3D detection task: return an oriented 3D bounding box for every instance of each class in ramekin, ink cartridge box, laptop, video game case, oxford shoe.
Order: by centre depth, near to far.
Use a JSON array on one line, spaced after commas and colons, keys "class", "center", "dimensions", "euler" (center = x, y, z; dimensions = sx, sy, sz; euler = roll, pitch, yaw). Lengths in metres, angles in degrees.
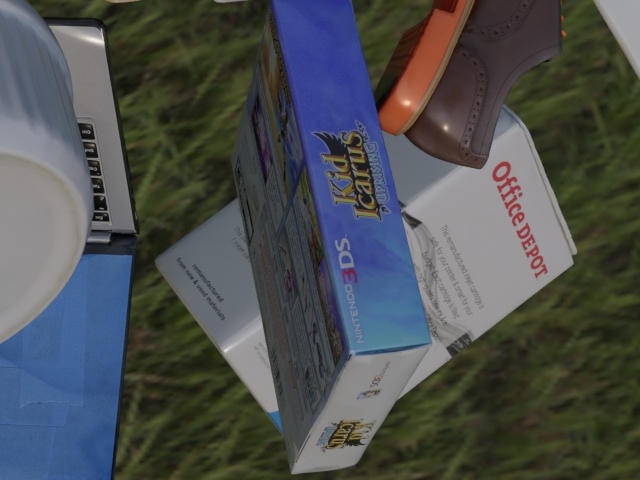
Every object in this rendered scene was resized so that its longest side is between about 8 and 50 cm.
[{"class": "ramekin", "center": [-0.260, -0.026, 1.033], "dimensions": [0.273, 0.273, 0.127], "euler": [11, 39, -45]}, {"class": "video game case", "center": [0.000, 0.000, 1.239], "dimensions": [0.061, 0.244, 0.269], "euler": [-7, 67, -12]}, {"class": "oxford shoe", "center": [0.136, -0.178, 1.243], "dimensions": [0.098, 0.097, 0.271], "euler": [30, 84, -9]}, {"class": "laptop", "center": [-0.386, 0.014, 1.666], "dimensions": [0.236, 0.382, 0.408], "euler": [-80, 170, -48]}, {"class": "ink cartridge box", "center": [0.060, 0.023, 1.924], "dimensions": [0.166, 0.395, 0.285], "euler": [49, -6, 38]}]

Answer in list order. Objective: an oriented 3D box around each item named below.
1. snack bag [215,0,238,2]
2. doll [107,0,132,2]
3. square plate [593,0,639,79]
[{"class": "snack bag", "center": [0.098, -0.305, 1.255], "dimensions": [0.037, 0.323, 0.342], "euler": [48, 31, 15]}, {"class": "doll", "center": [-0.173, -0.307, 1.534], "dimensions": [0.129, 0.046, 0.189], "euler": [-99, -170, -58]}, {"class": "square plate", "center": [0.257, -0.107, 0.580], "dimensions": [0.049, 0.344, 0.347], "euler": [-39, 100, -45]}]
